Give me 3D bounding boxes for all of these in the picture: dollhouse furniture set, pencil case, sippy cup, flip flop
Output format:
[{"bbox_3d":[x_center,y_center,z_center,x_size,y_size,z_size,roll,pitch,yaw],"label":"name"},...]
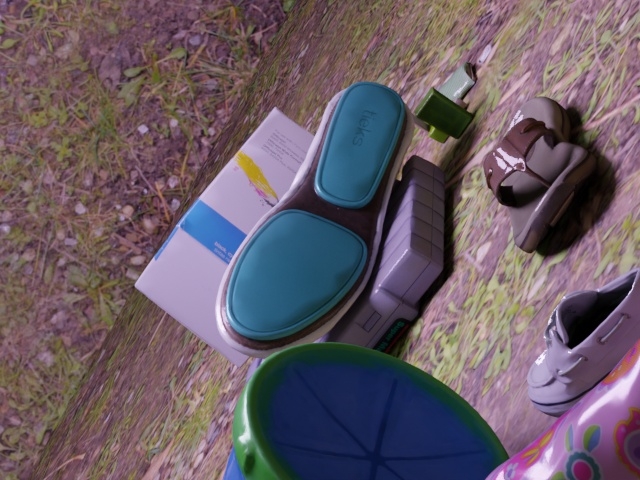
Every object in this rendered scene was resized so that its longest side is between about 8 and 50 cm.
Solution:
[{"bbox_3d":[0.139,-0.169,2.298,0.076,0.058,0.152,-54,14,21],"label":"dollhouse furniture set"},{"bbox_3d":[0.197,0.147,1.261,0.284,0.124,0.124,-51,15,35],"label":"pencil case"},{"bbox_3d":[0.008,0.239,1.567,0.305,0.240,0.224,-16,-39,-47],"label":"sippy cup"},{"bbox_3d":[0.193,-0.076,1.838,0.112,0.080,0.277,-54,14,20],"label":"flip flop"}]

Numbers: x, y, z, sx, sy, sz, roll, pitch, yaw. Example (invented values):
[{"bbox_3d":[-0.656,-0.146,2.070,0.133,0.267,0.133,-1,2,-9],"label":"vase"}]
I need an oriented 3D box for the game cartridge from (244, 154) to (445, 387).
[{"bbox_3d":[0.022,0.095,2.157,0.355,0.068,0.230,-53,18,26],"label":"game cartridge"}]

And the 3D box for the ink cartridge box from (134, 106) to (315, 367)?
[{"bbox_3d":[-0.075,-0.005,2.365,0.233,0.168,0.171,-53,1,-35],"label":"ink cartridge box"}]

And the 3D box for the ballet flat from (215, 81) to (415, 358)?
[{"bbox_3d":[0.000,0.000,2.103,0.139,0.139,0.400,-43,16,51],"label":"ballet flat"}]

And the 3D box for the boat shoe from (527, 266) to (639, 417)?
[{"bbox_3d":[0.208,0.067,1.473,0.226,0.076,0.083,-41,22,55],"label":"boat shoe"}]
